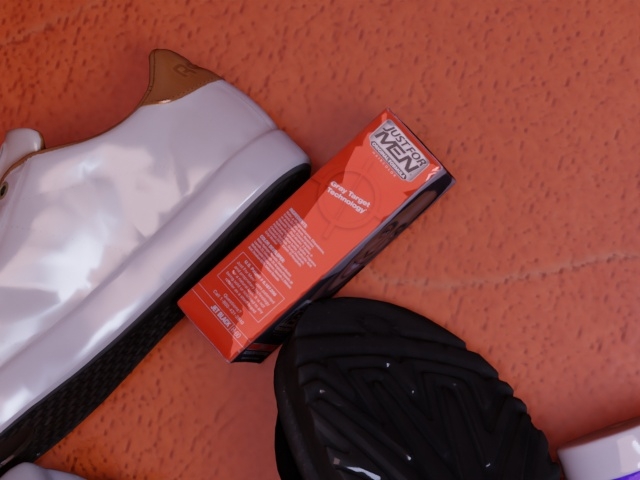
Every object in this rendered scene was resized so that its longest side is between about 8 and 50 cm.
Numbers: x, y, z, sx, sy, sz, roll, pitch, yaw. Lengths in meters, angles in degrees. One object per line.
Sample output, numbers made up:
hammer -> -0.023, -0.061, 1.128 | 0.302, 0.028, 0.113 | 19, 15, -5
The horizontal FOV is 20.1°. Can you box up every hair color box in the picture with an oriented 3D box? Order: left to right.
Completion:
hair color box -> 0.000, 0.000, 0.901 | 0.141, 0.072, 0.043 | -43, 80, 5

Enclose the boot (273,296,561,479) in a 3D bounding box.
boot -> 0.016, 0.227, 0.864 | 0.260, 0.131, 0.348 | -54, 42, 36

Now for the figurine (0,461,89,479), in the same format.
figurine -> -0.144, 0.240, 0.859 | 0.215, 0.092, 0.209 | -38, 50, 5

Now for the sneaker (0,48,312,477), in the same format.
sneaker -> -0.146, 0.024, 0.912 | 0.290, 0.106, 0.123 | -44, 79, -6

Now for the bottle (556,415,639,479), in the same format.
bottle -> 0.190, 0.222, 0.859 | 0.118, 0.092, 0.283 | -20, 86, 2
